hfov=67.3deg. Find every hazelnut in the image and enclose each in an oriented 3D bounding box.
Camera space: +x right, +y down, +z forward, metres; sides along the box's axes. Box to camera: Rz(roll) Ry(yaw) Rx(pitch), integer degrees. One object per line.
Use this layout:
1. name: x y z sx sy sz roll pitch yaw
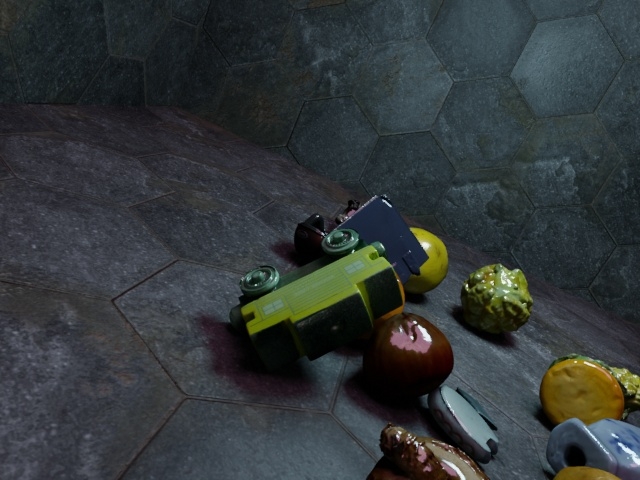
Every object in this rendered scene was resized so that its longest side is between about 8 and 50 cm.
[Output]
1. hazelnut: 0.223 0.296 1.250 0.251 0.217 0.217 -14 38 -31

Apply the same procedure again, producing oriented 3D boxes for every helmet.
1. helmet: 0.000 0.000 1.816 0.189 0.193 0.216 27 1 42

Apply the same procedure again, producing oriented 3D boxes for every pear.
1. pear: 0.348 0.093 1.953 0.336 0.285 0.285 -19 16 10

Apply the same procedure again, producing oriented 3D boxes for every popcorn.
1. popcorn: 1.013 0.535 1.652 0.218 0.189 0.169 28 25 -9
2. popcorn: 0.717 0.237 1.946 0.335 0.274 0.279 11 25 -36

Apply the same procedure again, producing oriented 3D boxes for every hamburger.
1. hamburger: 0.795 0.472 1.456 0.246 0.246 0.170 38 9 36

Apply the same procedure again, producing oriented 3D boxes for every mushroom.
1. mushroom: 0.189 0.464 0.843 0.278 0.163 0.297 43 25 24

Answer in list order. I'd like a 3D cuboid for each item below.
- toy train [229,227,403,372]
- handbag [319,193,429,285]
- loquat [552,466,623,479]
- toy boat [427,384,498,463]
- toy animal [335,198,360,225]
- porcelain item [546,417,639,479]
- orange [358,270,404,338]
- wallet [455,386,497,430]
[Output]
1. toy train: -0.006 0.142 1.190 0.442 0.179 0.272 -26 33 -9
2. handbag: 0.195 0.045 1.712 0.329 0.303 0.122 52 -26 -3
3. loquat: 0.567 0.565 0.981 0.176 0.187 0.234 13 -10 -22
4. toy boat: 0.347 0.462 1.203 0.208 0.079 0.134 47 24 26
5. toy animal: 0.232 -0.043 2.254 0.344 0.194 0.302 26 12 13
6. porcelain item: 0.787 0.588 1.216 0.405 0.178 0.242 21 18 -19
7. orange: 0.126 0.170 1.428 0.246 0.246 0.246 22 18 -8
8. wallet: 0.424 0.462 1.314 0.088 0.026 0.129 39 5 -16
